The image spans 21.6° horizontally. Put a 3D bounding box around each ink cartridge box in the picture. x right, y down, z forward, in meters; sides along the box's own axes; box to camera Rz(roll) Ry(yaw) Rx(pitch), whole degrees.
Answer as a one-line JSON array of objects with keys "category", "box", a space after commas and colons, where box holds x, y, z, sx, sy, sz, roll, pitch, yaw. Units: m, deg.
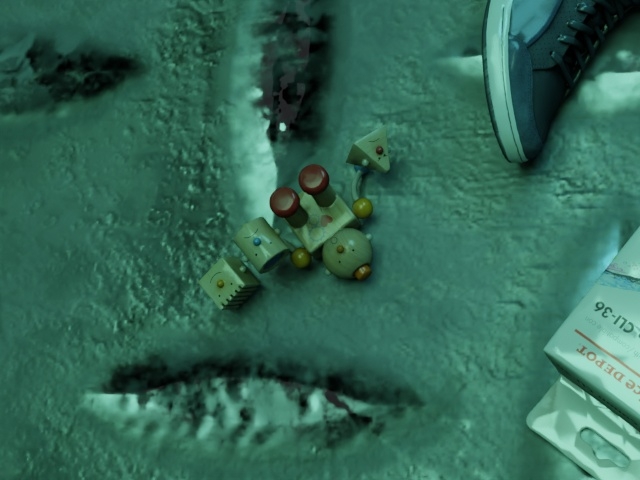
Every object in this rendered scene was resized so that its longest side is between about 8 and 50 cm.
[{"category": "ink cartridge box", "box": [0.226, 0.065, 1.072, 0.115, 0.067, 0.198, 36, 86, 26]}]

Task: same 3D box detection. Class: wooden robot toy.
[{"category": "wooden robot toy", "box": [0.000, 0.000, 1.175, 0.173, 0.076, 0.079, -39, 74, 2]}]

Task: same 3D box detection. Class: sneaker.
[{"category": "sneaker", "box": [0.202, -0.160, 1.152, 0.163, 0.086, 0.226, 3, 71, 22]}]
